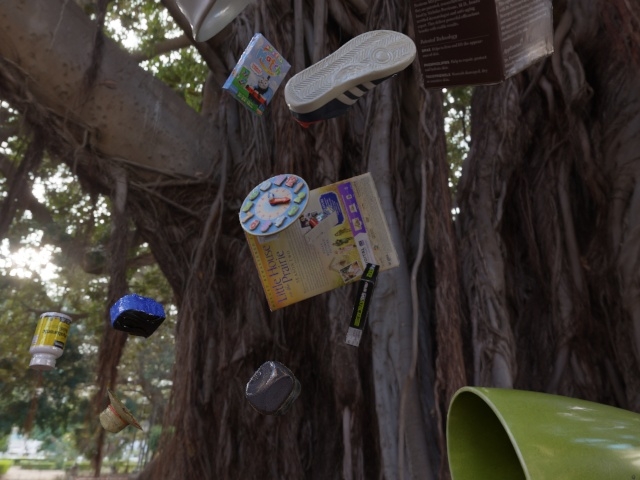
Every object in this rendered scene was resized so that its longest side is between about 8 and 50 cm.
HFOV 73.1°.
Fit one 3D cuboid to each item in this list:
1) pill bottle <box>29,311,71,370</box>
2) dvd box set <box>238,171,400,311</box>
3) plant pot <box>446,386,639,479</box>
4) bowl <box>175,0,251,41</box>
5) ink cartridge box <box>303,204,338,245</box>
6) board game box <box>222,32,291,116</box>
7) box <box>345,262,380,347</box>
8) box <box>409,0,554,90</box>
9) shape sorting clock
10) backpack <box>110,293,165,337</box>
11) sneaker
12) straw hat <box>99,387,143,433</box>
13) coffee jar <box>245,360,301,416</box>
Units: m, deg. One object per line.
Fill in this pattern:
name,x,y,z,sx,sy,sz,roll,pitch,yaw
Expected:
pill bottle,-0.603,0.225,0.960,0.065,0.116,0.065,-2,-31,-1
dvd box set,0.000,0.000,1.305,0.420,0.307,0.062,-19,2,-10
plant pot,0.386,0.352,0.656,0.293,0.275,0.275,-4,-26,-7
bowl,-0.149,-0.484,0.702,0.134,0.298,0.298,45,-44,-20
ink cartridge box,-0.005,-0.041,1.196,0.115,0.029,0.063,-38,-30,-12
board game box,-0.211,-0.552,1.453,0.039,0.211,0.160,27,-4,42
box,0.119,0.174,1.201,0.045,0.190,0.184,15,12,12
box,0.276,-0.389,0.744,0.167,0.168,0.203,20,-45,52
shape sorting clock,-0.125,-0.098,1.146,0.206,0.206,0.040,-9,-41,19
backpack,-0.500,0.198,1.160,0.098,0.101,0.120,-50,-41,12
sneaker,0.075,-0.401,1.098,0.350,0.131,0.148,-25,-18,-3
straw hat,-0.520,0.451,1.093,0.144,0.061,0.144,37,-29,25
coffee jar,-0.093,0.302,0.872,0.079,0.096,0.184,34,-19,15
